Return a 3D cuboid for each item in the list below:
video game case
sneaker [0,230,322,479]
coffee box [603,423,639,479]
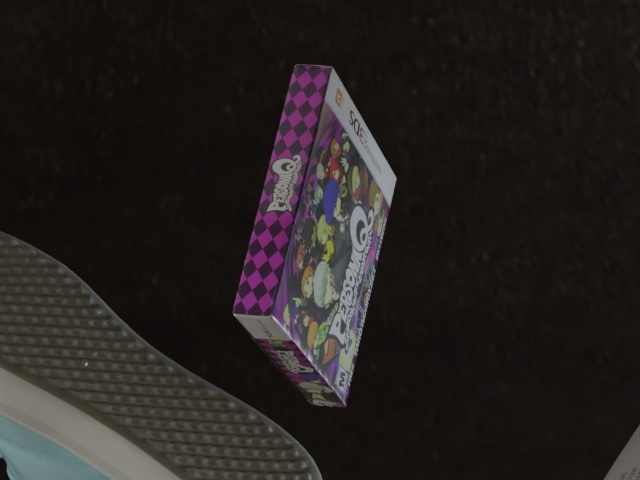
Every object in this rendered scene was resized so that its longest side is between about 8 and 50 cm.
[{"bbox_3d":[0.000,0.000,1.595,0.042,0.232,0.210,4,156,21],"label":"video game case"},{"bbox_3d":[-0.177,0.127,1.226,0.135,0.366,0.150,-26,146,-53],"label":"sneaker"},{"bbox_3d":[0.214,0.069,0.510,0.246,0.098,0.141,-34,96,41],"label":"coffee box"}]
